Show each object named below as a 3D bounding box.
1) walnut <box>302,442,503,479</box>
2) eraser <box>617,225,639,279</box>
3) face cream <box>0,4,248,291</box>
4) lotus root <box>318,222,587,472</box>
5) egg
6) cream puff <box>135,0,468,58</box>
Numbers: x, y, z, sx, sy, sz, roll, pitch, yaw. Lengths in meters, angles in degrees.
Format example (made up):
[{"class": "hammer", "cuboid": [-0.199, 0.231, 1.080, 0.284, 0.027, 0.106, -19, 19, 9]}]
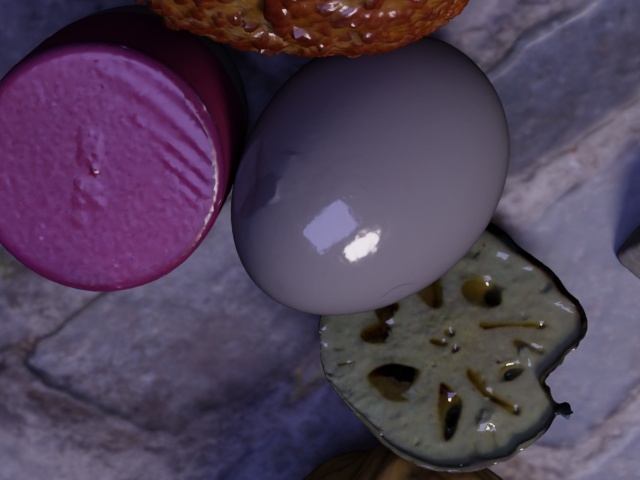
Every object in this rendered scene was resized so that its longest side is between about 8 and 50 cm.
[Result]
[{"class": "walnut", "cuboid": [0.063, 0.259, 1.360, 0.228, 0.228, 0.228, 1, 106, 4]}, {"class": "eraser", "cuboid": [0.367, -0.079, 1.305, 0.111, 0.077, 0.352, 37, 106, -4]}, {"class": "face cream", "cuboid": [-0.143, -0.072, 1.282, 0.175, 0.195, 0.175, 1, 106, 3]}, {"class": "lotus root", "cuboid": [0.097, 0.082, 1.344, 0.183, 0.078, 0.203, -37, 68, -11]}, {"class": "egg", "cuboid": [0.031, -0.044, 1.263, 0.232, 0.176, 0.176, -43, 103, -30]}, {"class": "cream puff", "cuboid": [-0.036, -0.238, 1.145, 0.350, 0.350, 0.228, 39, 79, -7]}]
